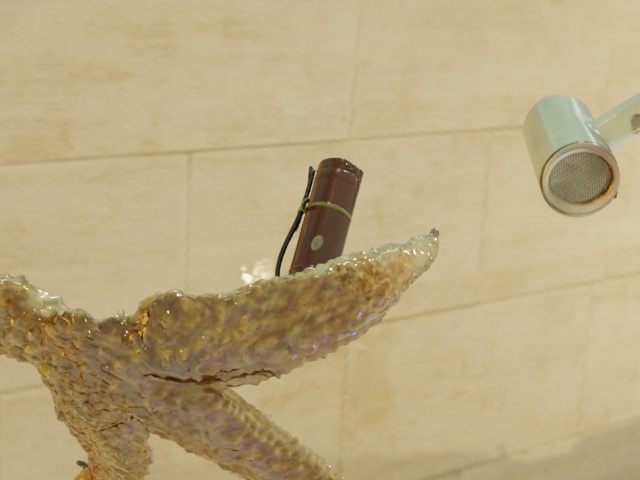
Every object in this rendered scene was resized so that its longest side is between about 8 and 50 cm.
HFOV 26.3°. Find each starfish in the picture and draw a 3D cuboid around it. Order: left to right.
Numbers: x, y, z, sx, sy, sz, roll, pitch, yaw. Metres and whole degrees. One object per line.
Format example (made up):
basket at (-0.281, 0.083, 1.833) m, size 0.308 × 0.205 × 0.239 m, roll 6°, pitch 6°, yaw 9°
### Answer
starfish at (-0.114, 0.073, 0.935) m, size 0.384 × 0.398 × 0.132 m, roll 71°, pitch 19°, yaw -47°

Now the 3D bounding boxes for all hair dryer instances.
hair dryer at (0.292, -0.127, 1.234) m, size 0.236 × 0.131 × 0.073 m, roll -35°, pitch 114°, yaw 17°

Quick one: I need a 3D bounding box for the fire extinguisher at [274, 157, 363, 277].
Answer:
fire extinguisher at (0.000, 0.000, 1.036) m, size 0.039 × 0.056 × 0.132 m, roll 86°, pitch 17°, yaw -61°
